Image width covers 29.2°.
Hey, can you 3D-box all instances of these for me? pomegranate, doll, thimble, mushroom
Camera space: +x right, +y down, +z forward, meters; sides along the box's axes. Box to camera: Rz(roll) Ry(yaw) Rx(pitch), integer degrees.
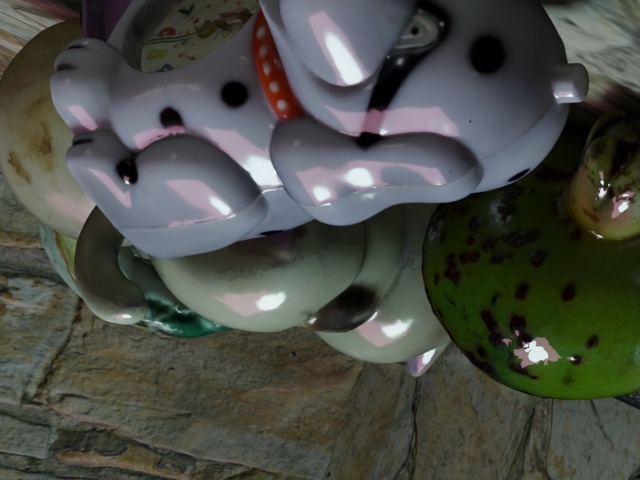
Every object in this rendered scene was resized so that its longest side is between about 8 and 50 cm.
[{"bbox_3d":[0.173,0.002,0.813,0.202,0.202,0.248,20,145,6],"label":"pomegranate"},{"bbox_3d":[0.008,-0.013,1.011,0.370,0.215,0.226,12,148,-43],"label":"doll"},{"bbox_3d":[-0.160,-0.034,1.298,0.288,0.254,0.167,38,166,-23],"label":"thimble"},{"bbox_3d":[-0.178,-0.107,1.101,0.207,0.207,0.215,20,-151,5],"label":"mushroom"}]

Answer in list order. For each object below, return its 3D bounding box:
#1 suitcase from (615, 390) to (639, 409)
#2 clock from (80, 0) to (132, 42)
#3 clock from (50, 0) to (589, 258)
[{"bbox_3d":[0.427,0.142,1.339,0.335,0.152,0.229,24,173,-34],"label":"suitcase"},{"bbox_3d":[-0.107,-0.120,0.761,0.050,0.153,0.110,4,159,-27],"label":"clock"},{"bbox_3d":[0.011,-0.081,0.628,0.254,0.189,0.189,0,162,41],"label":"clock"}]
